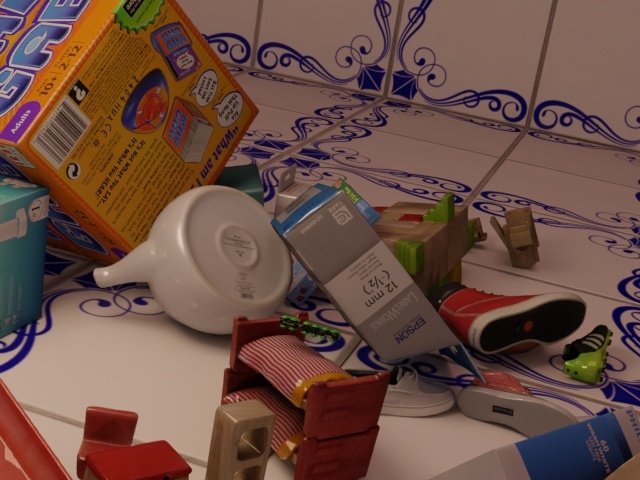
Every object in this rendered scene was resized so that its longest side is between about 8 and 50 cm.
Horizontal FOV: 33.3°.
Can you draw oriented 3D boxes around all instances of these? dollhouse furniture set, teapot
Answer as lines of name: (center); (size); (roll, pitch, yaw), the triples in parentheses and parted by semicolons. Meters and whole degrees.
dollhouse furniture set: (-0.124, 0.206, 1.281); (0.374, 0.152, 0.201); (-4, 23, -38)
teapot: (-0.177, 0.048, 1.692); (0.256, 0.187, 0.252); (46, 42, -10)
dollhouse furniture set: (0.368, 0.017, 2.225); (0.161, 0.101, 0.182); (-12, 15, 15)

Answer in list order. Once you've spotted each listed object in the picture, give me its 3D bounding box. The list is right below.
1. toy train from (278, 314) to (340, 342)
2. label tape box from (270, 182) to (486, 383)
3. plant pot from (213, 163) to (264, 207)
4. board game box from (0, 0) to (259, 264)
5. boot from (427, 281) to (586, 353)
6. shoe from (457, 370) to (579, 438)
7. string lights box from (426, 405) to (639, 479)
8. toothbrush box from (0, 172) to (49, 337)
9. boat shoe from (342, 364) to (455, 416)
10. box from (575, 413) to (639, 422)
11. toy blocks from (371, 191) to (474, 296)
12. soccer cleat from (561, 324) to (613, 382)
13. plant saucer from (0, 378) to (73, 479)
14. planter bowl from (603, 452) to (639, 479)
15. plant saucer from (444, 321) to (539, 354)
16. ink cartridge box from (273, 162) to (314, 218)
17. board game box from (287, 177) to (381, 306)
toy train: (-0.013, 0.111, 1.358); (0.083, 0.017, 0.024); (15, 7, 13)
label tape box: (0.077, 0.084, 1.595); (0.115, 0.347, 0.249); (-37, 9, -3)
plant pot: (-0.225, -0.037, 1.952); (0.234, 0.165, 0.165); (-2, 20, -7)
board game box: (-0.397, -0.210, 1.777); (0.356, 0.356, 0.356); (13, -26, 38)
boot: (0.305, 0.107, 1.780); (0.244, 0.088, 0.176); (-6, 23, -29)
shoe: (0.293, 0.235, 1.544); (0.178, 0.063, 0.081); (13, 24, 24)
string lights box: (0.268, 0.278, 1.290); (0.260, 0.133, 0.076); (-7, 68, -40)
toothbrush box: (-0.521, 0.041, 1.496); (0.126, 0.216, 0.295); (15, 21, 18)
boat shoe: (0.110, 0.209, 1.535); (0.184, 0.063, 0.066); (5, 19, -11)
box: (0.467, 0.293, 1.501); (0.186, 0.038, 0.145); (1, 20, -20)
toy blocks: (0.114, 0.006, 2.007); (0.261, 0.190, 0.381); (4, 16, 22)
soccer cleat: (0.444, 0.181, 1.783); (0.072, 0.060, 0.179); (13, 22, 16)
plant saucer: (-0.403, 0.255, 1.111); (0.259, 0.047, 0.258); (-6, 38, -44)
planter bowl: (0.412, 0.314, 1.267); (0.162, 0.162, 0.109); (-7, 51, -40)
plant saucer: (0.293, 0.146, 1.844); (0.200, 0.037, 0.200); (7, 19, -3)
ink cartridge box: (-0.046, -0.045, 2.016); (0.060, 0.180, 0.104); (14, 20, 13)
board game box: (0.000, 0.000, 1.892); (0.039, 0.211, 0.160); (39, 5, -27)
